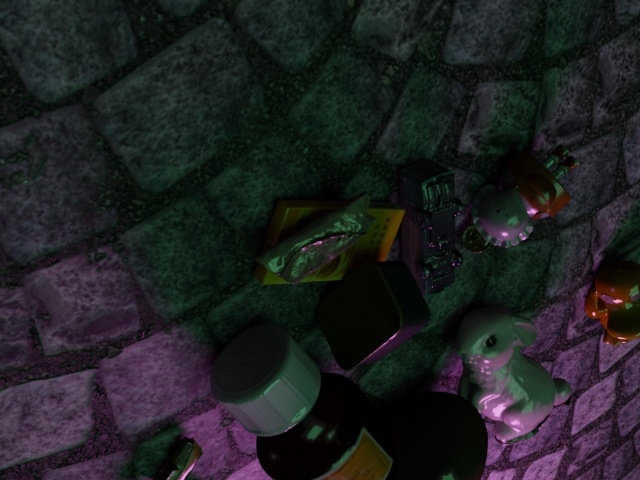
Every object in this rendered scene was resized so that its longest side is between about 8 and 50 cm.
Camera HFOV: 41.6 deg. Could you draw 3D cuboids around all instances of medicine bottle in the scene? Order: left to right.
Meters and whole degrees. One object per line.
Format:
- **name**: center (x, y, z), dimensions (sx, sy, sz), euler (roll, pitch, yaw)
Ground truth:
- **medicine bottle**: center (-0.032, 0.323, 1.552), dimensions (0.242, 0.242, 0.395), euler (-40, 122, -9)

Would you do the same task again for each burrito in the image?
- **burrito**: center (0.000, 0.000, 1.392), dimensions (0.226, 0.060, 0.087), euler (-34, 130, -14)

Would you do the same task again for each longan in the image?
- **longan**: center (0.235, 0.470, 1.857), dimensions (0.300, 0.300, 0.243), euler (-41, 95, -8)

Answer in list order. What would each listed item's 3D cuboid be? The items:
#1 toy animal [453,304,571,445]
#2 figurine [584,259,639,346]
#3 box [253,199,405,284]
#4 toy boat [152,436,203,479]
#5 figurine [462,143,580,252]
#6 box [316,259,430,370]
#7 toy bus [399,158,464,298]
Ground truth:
- **toy animal**: center (0.420, 0.285, 1.918), dimensions (0.258, 0.194, 0.357), euler (-27, 125, -8)
- **figurine**: center (0.772, 0.160, 2.120), dimensions (0.215, 0.215, 0.228), euler (-54, 151, 5)
- **box**: center (0.019, 0.002, 1.486), dimensions (0.269, 0.043, 0.152), euler (0, 119, -38)
- **toy boat**: center (-0.277, 0.425, 1.548), dimensions (0.049, 0.047, 0.149), euler (41, 88, -33)
- **figurine**: center (0.394, -0.081, 1.679), dimensions (0.271, 0.143, 0.143), euler (-42, 140, 23)
- **box**: center (0.096, 0.134, 1.531), dimensions (0.090, 0.144, 0.201), euler (-5, 150, -41)
- **toy bus**: center (0.203, -0.020, 1.572), dimensions (0.091, 0.109, 0.261), euler (-22, 129, -24)
